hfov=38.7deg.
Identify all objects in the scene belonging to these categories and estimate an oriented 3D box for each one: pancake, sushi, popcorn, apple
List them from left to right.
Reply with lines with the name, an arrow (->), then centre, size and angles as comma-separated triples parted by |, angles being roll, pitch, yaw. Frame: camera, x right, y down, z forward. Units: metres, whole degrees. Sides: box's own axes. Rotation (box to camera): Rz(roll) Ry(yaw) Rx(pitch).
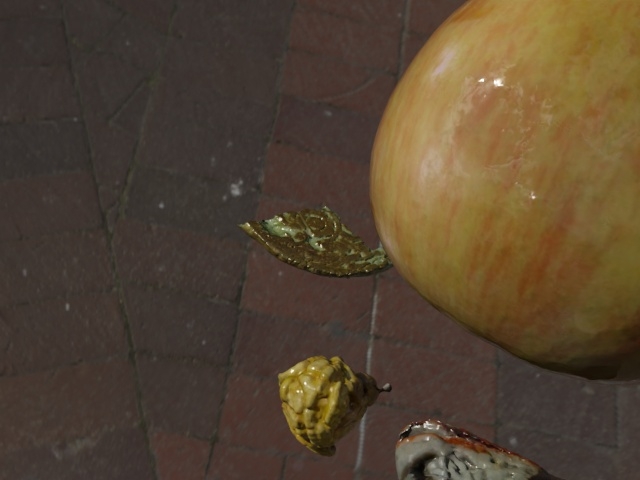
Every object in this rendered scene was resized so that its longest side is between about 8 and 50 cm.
pancake -> -0.002, 0.004, 2.041 | 0.376, 0.054, 0.197 | 18, 49, -7
popcorn -> 0.002, 0.259, 1.468 | 0.140, 0.194, 0.163 | 46, 107, 20
sushi -> 0.216, 0.309, 0.967 | 0.332, 0.124, 0.130 | 22, 31, 19
apple -> 0.237, -0.064, 0.855 | 0.391, 0.391, 0.346 | 24, 100, -2

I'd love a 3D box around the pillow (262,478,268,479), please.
pillow -> -0.102, 0.594, 1.757 | 0.084, 0.236, 0.223 | -3, 88, -6
